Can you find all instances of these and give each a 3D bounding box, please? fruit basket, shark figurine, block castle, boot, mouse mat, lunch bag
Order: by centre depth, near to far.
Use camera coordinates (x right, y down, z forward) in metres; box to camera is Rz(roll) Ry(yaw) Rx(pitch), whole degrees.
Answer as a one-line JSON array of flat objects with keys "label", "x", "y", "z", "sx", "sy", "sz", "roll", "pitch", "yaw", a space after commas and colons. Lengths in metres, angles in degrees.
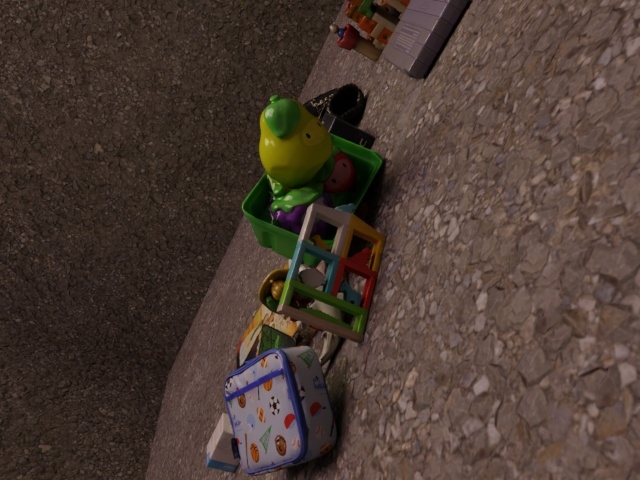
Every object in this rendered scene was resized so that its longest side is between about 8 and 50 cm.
[{"label": "lunch bag", "x": -0.102, "y": 0.356, "z": 1.071, "sx": 0.303, "sy": 0.114, "sz": 0.243, "roll": -37, "pitch": 63, "yaw": 44}, {"label": "shark figurine", "x": 0.016, "y": 0.200, "z": 1.166, "sx": 0.116, "sy": 0.166, "sz": 0.279, "roll": -12, "pitch": -71, "yaw": -80}, {"label": "fruit basket", "x": -0.023, "y": -0.168, "z": 1.236, "sx": 0.392, "sy": 0.282, "sz": 0.392, "roll": 24, "pitch": -90, "yaw": -81}, {"label": "mouse mat", "x": -0.124, "y": 0.333, "z": 1.342, "sx": 0.152, "sy": 0.007, "sz": 0.190, "roll": 13, "pitch": 96, "yaw": 48}, {"label": "block castle", "x": 0.217, "y": -0.882, "z": 1.727, "sx": 0.453, "sy": 0.212, "sz": 0.303, "roll": -45, "pitch": 27, "yaw": 51}, {"label": "boot", "x": 0.023, "y": -0.365, "z": 1.780, "sx": 0.260, "sy": 0.131, "sz": 0.348, "roll": -30, "pitch": 39, "yaw": 64}, {"label": "boot", "x": 0.024, "y": -0.531, "z": 1.936, "sx": 0.236, "sy": 0.085, "sz": 0.178, "roll": -31, "pitch": 13, "yaw": -16}]

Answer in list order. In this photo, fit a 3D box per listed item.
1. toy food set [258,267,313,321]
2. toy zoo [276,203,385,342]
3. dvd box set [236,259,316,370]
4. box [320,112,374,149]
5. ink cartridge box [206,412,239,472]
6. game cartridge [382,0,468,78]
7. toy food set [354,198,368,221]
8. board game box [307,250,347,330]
[{"label": "toy food set", "x": -0.064, "y": 0.140, "z": 1.220, "sx": 0.128, "sy": 0.218, "sz": 0.071, "roll": -45, "pitch": 60, "yaw": -7}, {"label": "toy zoo", "x": 0.035, "y": 0.048, "z": 1.082, "sx": 0.030, "sy": 0.192, "sz": 0.294, "roll": -34, "pitch": 36, "yaw": 60}, {"label": "dvd box set", "x": -0.142, "y": 0.292, "z": 1.501, "sx": 0.421, "sy": 0.062, "sz": 0.308, "roll": -58, "pitch": 24, "yaw": 27}, {"label": "box", "x": 0.030, "y": -0.238, "z": 1.564, "sx": 0.271, "sy": 0.143, "sz": 0.165, "roll": -63, "pitch": 18, "yaw": 12}, {"label": "ink cartridge box", "x": -0.267, "y": 0.587, "z": 1.479, "sx": 0.143, "sy": 0.089, "sz": 0.092, "roll": -64, "pitch": 17, "yaw": 11}, {"label": "game cartridge", "x": 0.280, "y": -0.587, "z": 1.409, "sx": 0.355, "sy": 0.068, "sz": 0.230, "roll": -100, "pitch": 33, "yaw": -61}, {"label": "toy food set", "x": 0.100, "y": -0.069, "z": 1.337, "sx": 0.083, "sy": 0.020, "sz": 0.083, "roll": -56, "pitch": 19, "yaw": 34}, {"label": "board game box", "x": 0.015, "y": 0.115, "z": 1.310, "sx": 0.147, "sy": 0.045, "sz": 0.194, "roll": -56, "pitch": 19, "yaw": 33}]
